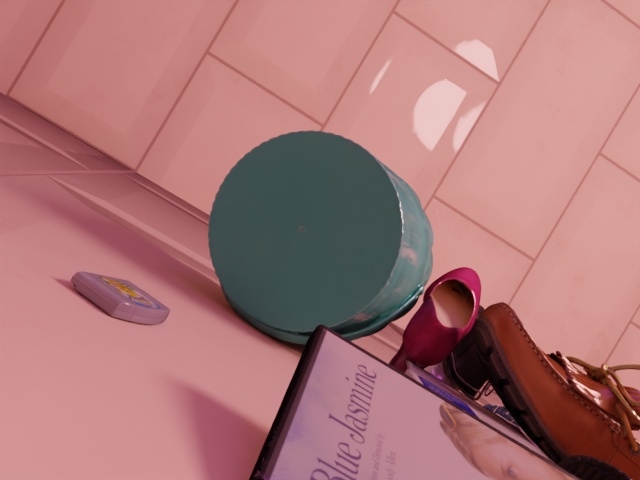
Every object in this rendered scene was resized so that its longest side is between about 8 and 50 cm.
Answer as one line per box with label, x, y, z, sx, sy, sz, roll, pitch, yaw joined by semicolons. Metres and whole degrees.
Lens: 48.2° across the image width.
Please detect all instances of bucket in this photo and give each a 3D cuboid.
bucket;0.000;0.000;0.913;0.281;0.281;0.183;31;1;17

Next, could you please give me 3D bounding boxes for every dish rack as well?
dish rack;0.301;0.203;1.001;0.271;0.074;0.208;35;18;-4

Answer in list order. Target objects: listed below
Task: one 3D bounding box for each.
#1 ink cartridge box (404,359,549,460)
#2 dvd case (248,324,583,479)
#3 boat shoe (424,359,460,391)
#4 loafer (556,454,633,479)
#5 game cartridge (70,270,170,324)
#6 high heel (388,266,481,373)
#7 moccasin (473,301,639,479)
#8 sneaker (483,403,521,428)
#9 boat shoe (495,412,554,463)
ink cartridge box;0.150;0.204;0.671;0.165;0.065;0.332;31;1;1
dvd case;0.087;0.155;0.425;0.253;0.022;0.180;31;21;-1
boat shoe;0.161;0.196;1.046;0.096;0.098;0.277;31;9;10
loafer;0.301;0.297;0.668;0.220;0.080;0.078;44;-14;44
game cartridge;-0.156;0.048;0.575;0.056;0.017;0.083;35;1;18
high heel;0.170;0.080;0.920;0.082;0.117;0.244;43;44;12
moccasin;0.328;0.213;0.830;0.380;0.147;0.139;47;0;3
sneaker;0.311;0.315;1.180;0.135;0.052;0.058;38;-11;-10
boat shoe;0.351;0.310;1.013;0.267;0.088;0.096;31;0;12
